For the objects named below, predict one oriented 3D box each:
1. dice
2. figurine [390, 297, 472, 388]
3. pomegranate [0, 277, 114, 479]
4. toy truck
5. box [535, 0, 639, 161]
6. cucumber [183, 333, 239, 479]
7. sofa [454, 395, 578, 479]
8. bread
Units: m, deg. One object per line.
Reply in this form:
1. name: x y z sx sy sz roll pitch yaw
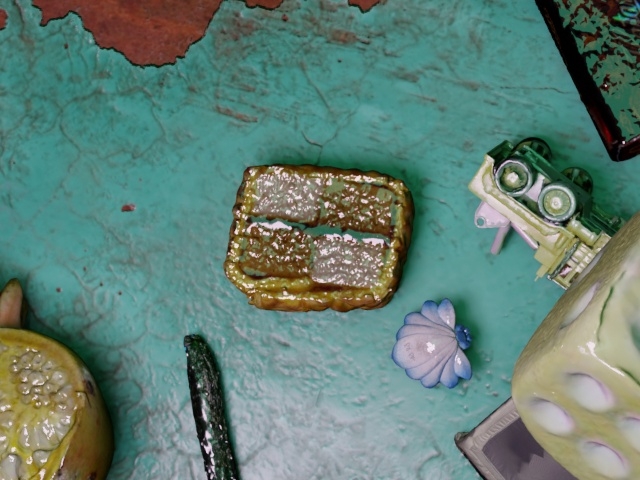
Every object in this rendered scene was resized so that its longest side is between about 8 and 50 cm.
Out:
1. dice: 0.364 0.119 1.490 0.252 0.254 0.250 37 62 3
2. figurine: 0.128 0.129 1.758 0.114 0.079 0.114 11 108 36
3. pomegranate: -0.392 0.221 1.752 0.310 0.216 0.358 -10 50 6
4. toy truck: 0.294 -0.004 1.740 0.259 0.128 0.135 33 112 10
5. box: 0.481 -0.295 1.748 0.415 0.116 0.264 -24 80 3
6. cucumber: -0.130 0.237 1.785 0.044 0.043 0.256 -12 79 1
7. sofa: 0.308 0.231 1.708 0.210 0.176 0.225 48 118 12
8. bread: 0.000 0.000 1.777 0.222 0.096 0.181 5 82 7
